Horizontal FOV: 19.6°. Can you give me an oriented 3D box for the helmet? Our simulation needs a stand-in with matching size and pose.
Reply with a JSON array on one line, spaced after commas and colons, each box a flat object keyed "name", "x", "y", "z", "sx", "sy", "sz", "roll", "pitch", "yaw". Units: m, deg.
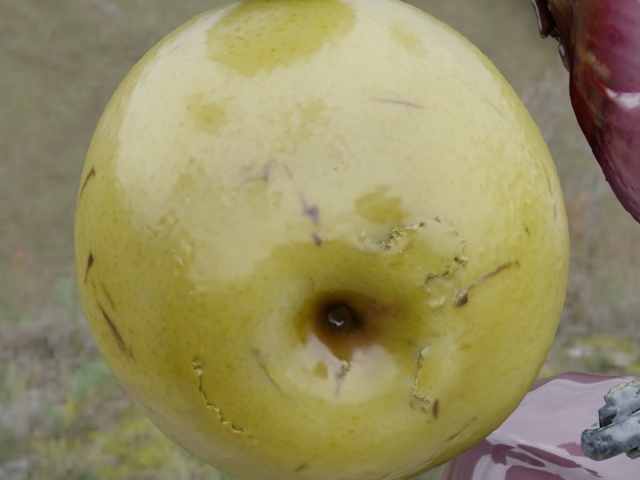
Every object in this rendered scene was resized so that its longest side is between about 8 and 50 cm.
[{"name": "helmet", "x": 0.234, "y": 0.209, "z": 1.564, "sx": 0.271, "sy": 0.197, "sz": 0.338, "roll": 16, "pitch": 23, "yaw": 38}]

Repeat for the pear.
[{"name": "pear", "x": 0.000, "y": 0.000, "z": 1.251, "sx": 0.348, "sy": 0.348, "sz": 0.348, "roll": 0, "pitch": 25, "yaw": 0}]

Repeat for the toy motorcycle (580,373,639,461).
[{"name": "toy motorcycle", "x": 0.209, "y": 0.050, "z": 0.836, "sx": 0.193, "sy": 0.061, "sz": 0.124, "roll": -29, "pitch": -5, "yaw": 29}]

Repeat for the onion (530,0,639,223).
[{"name": "onion", "x": 0.158, "y": -0.107, "z": 0.782, "sx": 0.163, "sy": 0.230, "sz": 0.230, "roll": 8, "pitch": 26, "yaw": 14}]
